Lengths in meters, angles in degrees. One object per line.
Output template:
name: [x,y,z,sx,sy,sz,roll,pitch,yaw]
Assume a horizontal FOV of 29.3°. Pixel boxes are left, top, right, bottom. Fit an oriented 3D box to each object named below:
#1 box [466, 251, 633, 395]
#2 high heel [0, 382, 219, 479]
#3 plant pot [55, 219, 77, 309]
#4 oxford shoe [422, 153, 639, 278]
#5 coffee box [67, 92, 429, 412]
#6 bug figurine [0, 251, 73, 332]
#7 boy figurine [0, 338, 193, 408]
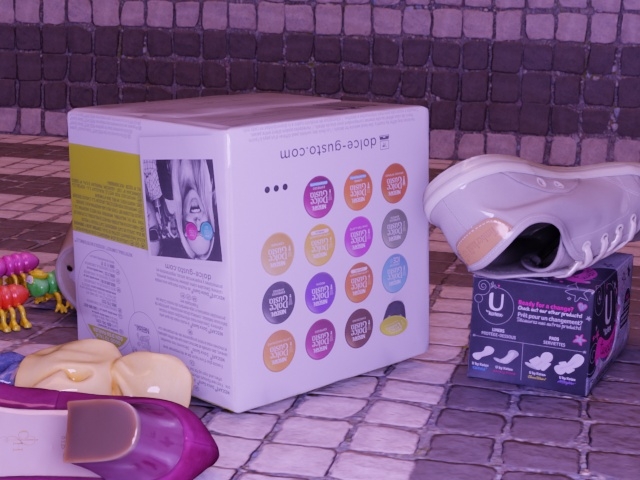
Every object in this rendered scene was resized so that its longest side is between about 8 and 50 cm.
box: [0.309,0.093,1.611,0.163,0.142,0.247,7,14,25]
high heel: [-0.295,0.206,1.221,0.377,0.127,0.181,2,-17,24]
plant pot: [-0.273,-0.004,1.835,0.257,0.256,0.274,6,29,21]
oxford shoe: [0.314,-0.016,1.529,0.449,0.130,0.169,1,-35,-41]
coffee box: [-0.091,-0.007,1.576,0.338,0.334,0.338,-11,16,-42]
bug figurine: [-0.485,0.063,1.829,0.216,0.072,0.279,-10,16,-43]
boy figurine: [-0.282,0.160,1.365,0.285,0.092,0.177,2,12,1]
